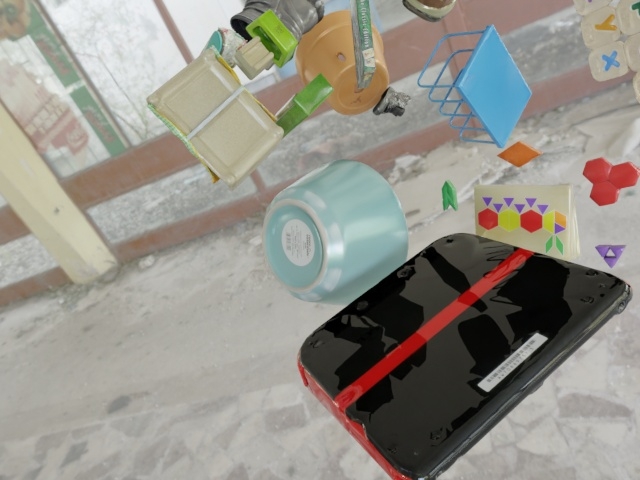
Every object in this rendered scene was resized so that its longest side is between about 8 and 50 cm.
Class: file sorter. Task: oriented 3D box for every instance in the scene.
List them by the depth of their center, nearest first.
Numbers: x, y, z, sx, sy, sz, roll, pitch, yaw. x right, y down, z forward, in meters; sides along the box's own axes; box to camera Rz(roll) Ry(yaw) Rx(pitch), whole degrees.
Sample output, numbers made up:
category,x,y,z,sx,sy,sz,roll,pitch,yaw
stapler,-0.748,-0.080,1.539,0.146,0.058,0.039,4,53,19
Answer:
category,x,y,z,sx,sy,sz,roll,pitch,yaw
file sorter,0.264,-0.260,0.876,0.104,0.170,0.118,20,78,49

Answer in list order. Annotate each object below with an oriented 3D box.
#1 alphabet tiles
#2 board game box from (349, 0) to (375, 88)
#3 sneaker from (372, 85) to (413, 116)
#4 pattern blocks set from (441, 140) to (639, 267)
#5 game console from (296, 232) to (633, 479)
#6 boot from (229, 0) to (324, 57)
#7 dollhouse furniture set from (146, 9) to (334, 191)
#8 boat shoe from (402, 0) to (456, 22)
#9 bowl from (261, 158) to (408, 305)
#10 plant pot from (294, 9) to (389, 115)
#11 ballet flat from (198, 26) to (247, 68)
category,x,y,z,sx,sy,sz,roll,pitch,yaw
alphabet tiles,0.499,-0.346,0.738,0.021,0.285,0.278,-22,9,-16
board game box,0.082,-0.463,1.051,0.030,0.260,0.136,-6,3,2
sneaker,0.218,-0.403,1.513,0.051,0.089,0.170,-37,18,45
pattern blocks set,0.371,-0.034,0.916,0.324,0.286,0.026,15,25,35
game console,0.174,0.132,0.725,0.386,0.060,0.342,-35,27,-16
boot,-0.171,-0.613,1.296,0.223,0.338,0.118,-57,-7,-31
dollhouse furniture set,-0.153,-0.238,0.920,0.302,0.197,0.151,-50,15,-25
boat shoe,0.261,-0.553,0.954,0.120,0.122,0.324,114,-179,-65
bowl,0.000,0.000,1.005,0.311,0.312,0.163,-1,9,44
plant pot,0.087,-0.536,1.593,0.290,0.291,0.204,-26,56,3
ballet flat,-0.235,-0.366,1.100,0.077,0.091,0.240,-10,-11,-42
